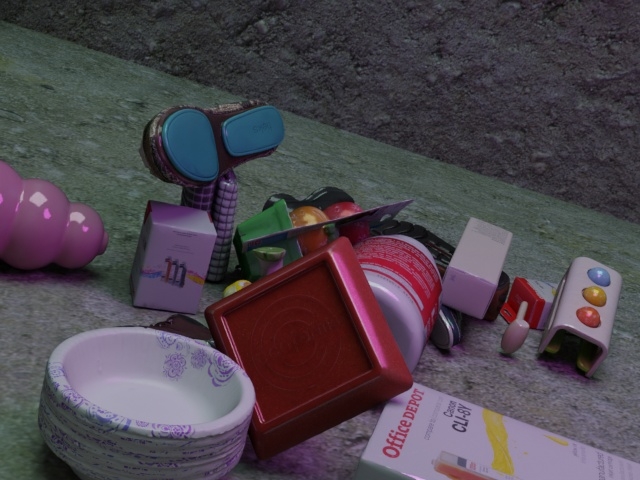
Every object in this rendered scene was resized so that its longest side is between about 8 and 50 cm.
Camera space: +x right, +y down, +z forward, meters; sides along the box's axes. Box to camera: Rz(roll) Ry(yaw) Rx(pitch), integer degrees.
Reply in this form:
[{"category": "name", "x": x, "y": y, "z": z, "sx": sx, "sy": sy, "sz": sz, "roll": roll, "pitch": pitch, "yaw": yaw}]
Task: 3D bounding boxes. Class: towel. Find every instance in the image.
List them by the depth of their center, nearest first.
[{"category": "towel", "x": -0.260, "y": -0.068, "z": 1.995, "sx": 0.121, "sy": 0.235, "sz": 0.283, "roll": 4, "pitch": 21, "yaw": -14}]

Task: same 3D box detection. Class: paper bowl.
[{"category": "paper bowl", "x": -0.241, "y": 0.244, "z": 1.255, "sx": 0.284, "sy": 0.148, "sz": 0.284, "roll": 13, "pitch": 19, "yaw": -5}]

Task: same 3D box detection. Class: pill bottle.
[{"category": "pill bottle", "x": 0.109, "y": 0.122, "z": 1.742, "sx": 0.229, "sy": 0.229, "sz": 0.408, "roll": 19, "pitch": 19, "yaw": 10}]

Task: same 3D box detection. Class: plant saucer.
[{"category": "plant saucer", "x": -0.031, "y": 0.151, "z": 1.343, "sx": 0.259, "sy": 0.258, "sz": 0.048, "roll": 66, "pitch": 10, "yaw": 24}]

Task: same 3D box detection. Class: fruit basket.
[{"category": "fruit basket", "x": 0.000, "y": 0.000, "z": 1.907, "sx": 0.353, "sy": 0.165, "sz": 0.327, "roll": -10, "pitch": -8, "yaw": -11}]

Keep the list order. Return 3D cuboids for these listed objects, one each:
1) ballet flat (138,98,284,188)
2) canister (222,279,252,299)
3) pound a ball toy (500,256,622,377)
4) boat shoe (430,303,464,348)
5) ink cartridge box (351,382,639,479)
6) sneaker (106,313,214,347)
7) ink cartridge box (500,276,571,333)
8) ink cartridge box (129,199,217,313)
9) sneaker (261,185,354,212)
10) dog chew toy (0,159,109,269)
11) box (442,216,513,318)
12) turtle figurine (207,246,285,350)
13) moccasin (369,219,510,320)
[{"category": "ballet flat", "x": -0.249, "y": -0.193, "z": 1.839, "sx": 0.182, "sy": 0.164, "sz": 0.483, "roll": -7, "pitch": 10, "yaw": 26}, {"category": "canister", "x": -0.120, "y": 0.153, "z": 1.649, "sx": 0.073, "sy": 0.126, "sz": 0.170, "roll": -32, "pitch": 23, "yaw": 0}, {"category": "pound a ball toy", "x": 0.543, "y": 0.150, "z": 2.015, "sx": 0.208, "sy": 0.135, "sz": 0.319, "roll": 28, "pitch": 38, "yaw": 8}, {"category": "boat shoe", "x": 0.260, "y": 0.161, "z": 1.967, "sx": 0.079, "sy": 0.095, "sz": 0.254, "roll": -1, "pitch": 13, "yaw": -12}, {"category": "ink cartridge box", "x": 0.238, "y": 0.365, "z": 1.257, "sx": 0.385, "sy": 0.160, "sz": 0.279, "roll": 18, "pitch": 19, "yaw": 11}, {"category": "sneaker", "x": -0.278, "y": 0.176, "z": 1.519, "sx": 0.281, "sy": 0.106, "sz": 0.162, "roll": 14, "pitch": 11, "yaw": -37}, {"category": "ink cartridge box", "x": 0.545, "y": 0.157, "z": 2.208, "sx": 0.231, "sy": 0.078, "sz": 0.134, "roll": 9, "pitch": 20, "yaw": -16}, {"category": "ink cartridge box", "x": -0.288, "y": 0.034, "z": 1.771, "sx": 0.127, "sy": 0.176, "sz": 0.128, "roll": 11, "pitch": 20, "yaw": -20}, {"category": "sneaker", "x": -0.013, "y": -0.062, "z": 2.393, "sx": 0.286, "sy": 0.109, "sz": 0.130, "roll": -13, "pitch": 39, "yaw": -37}, {"category": "dog chew toy", "x": -0.570, "y": -0.035, "z": 1.739, "sx": 0.332, "sy": 0.206, "sz": 0.206, "roll": 17, "pitch": 17, "yaw": -22}, {"category": "box", "x": 0.338, "y": 0.054, "z": 1.984, "sx": 0.113, "sy": 0.094, "sz": 0.275, "roll": 23, "pitch": 29, "yaw": 10}, {"category": "turtle figurine", "x": -0.068, "y": 0.153, "z": 1.435, "sx": 0.275, "sy": 0.266, "sz": 0.198, "roll": 0, "pitch": 9, "yaw": -41}, {"category": "moccasin", "x": 0.266, "y": 0.069, "z": 2.181, "sx": 0.380, "sy": 0.147, "sz": 0.139, "roll": 26, "pitch": 36, "yaw": 18}]
